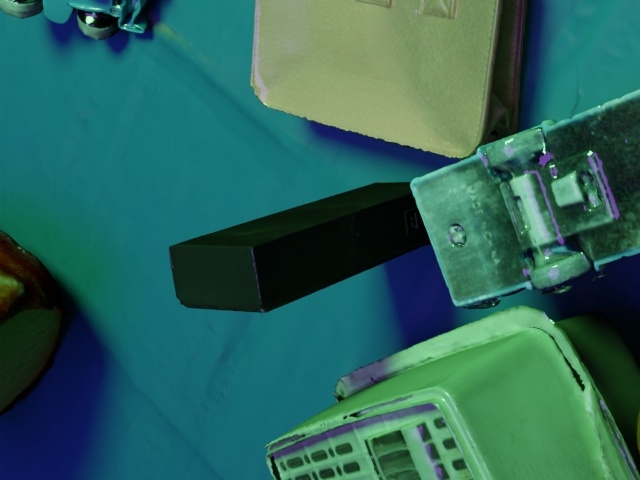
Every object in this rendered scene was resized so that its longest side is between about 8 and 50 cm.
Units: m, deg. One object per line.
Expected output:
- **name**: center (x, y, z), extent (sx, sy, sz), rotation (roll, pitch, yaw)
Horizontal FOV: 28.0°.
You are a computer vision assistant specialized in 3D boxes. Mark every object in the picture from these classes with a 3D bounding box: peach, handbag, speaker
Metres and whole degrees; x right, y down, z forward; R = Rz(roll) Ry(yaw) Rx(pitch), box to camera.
- **peach**: center (-0.400, 0.086, 1.260), extent (0.201, 0.257, 0.362), rotation (52, 134, 8)
- **handbag**: center (0.047, -0.154, 0.924), extent (0.212, 0.059, 0.157), rotation (18, 116, 35)
- **speaker**: center (0.000, 0.000, 0.908), extent (0.082, 0.218, 0.044), rotation (0, 103, 40)

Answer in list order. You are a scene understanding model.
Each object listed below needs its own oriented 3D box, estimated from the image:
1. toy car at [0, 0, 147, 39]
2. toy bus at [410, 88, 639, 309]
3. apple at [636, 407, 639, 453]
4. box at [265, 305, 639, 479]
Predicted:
- **toy car**: center (-0.212, -0.255, 1.115), extent (0.161, 0.098, 0.126), rotation (18, 148, 6)
- **toy bus**: center (0.202, -0.045, 0.775), extent (0.297, 0.131, 0.106), rotation (-21, 89, 43)
- **apple**: center (0.272, 0.083, 0.729), extent (0.155, 0.182, 0.183), rotation (20, 120, 9)
- **box**: center (0.107, 0.173, 0.876), extent (0.290, 0.166, 0.221), rotation (-30, 84, 57)
